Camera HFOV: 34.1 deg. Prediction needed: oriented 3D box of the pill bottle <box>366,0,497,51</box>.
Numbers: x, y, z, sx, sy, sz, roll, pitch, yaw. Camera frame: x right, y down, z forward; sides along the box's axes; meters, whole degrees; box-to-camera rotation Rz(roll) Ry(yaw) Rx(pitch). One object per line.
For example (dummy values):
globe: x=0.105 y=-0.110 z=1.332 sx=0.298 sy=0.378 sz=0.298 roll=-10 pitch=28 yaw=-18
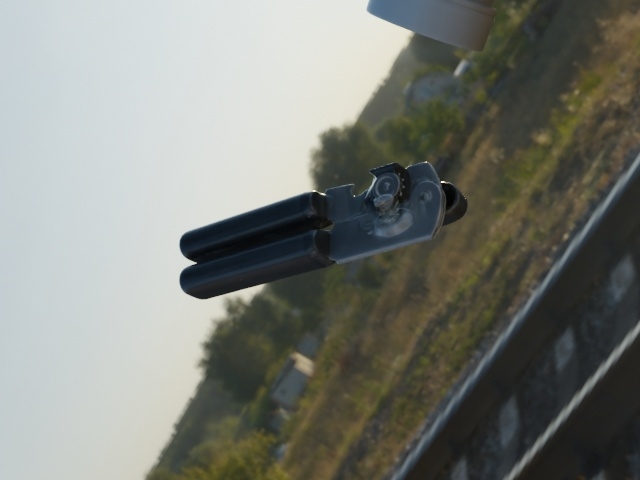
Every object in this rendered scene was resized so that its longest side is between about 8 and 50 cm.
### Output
pill bottle: x=0.096 y=-0.216 z=0.652 sx=0.108 sy=0.107 sz=0.180 roll=-56 pitch=-14 yaw=-74

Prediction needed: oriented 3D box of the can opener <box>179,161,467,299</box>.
can opener: x=0.000 y=0.000 z=0.985 sx=0.095 sy=0.283 sz=0.076 roll=28 pitch=-127 yaw=-52
